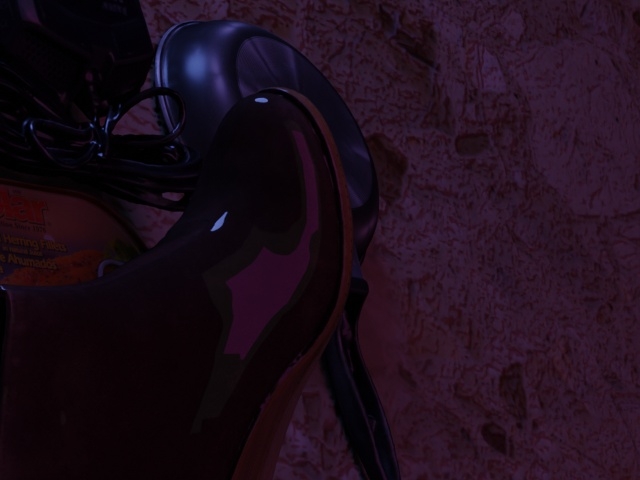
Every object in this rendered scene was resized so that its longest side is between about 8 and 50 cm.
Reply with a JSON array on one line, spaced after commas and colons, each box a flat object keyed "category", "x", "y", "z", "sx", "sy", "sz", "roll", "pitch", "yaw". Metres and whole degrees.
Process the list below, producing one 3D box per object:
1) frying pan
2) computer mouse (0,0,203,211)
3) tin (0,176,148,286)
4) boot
[{"category": "frying pan", "x": -0.020, "y": -0.015, "z": 1.226, "sx": 0.197, "sy": 0.053, "sz": 0.326, "roll": 33, "pitch": 34, "yaw": -38}, {"category": "computer mouse", "x": -0.164, "y": -0.140, "z": 1.092, "sx": 0.188, "sy": 0.072, "sz": 0.272, "roll": 15, "pitch": 55, "yaw": -51}, {"category": "tin", "x": -0.147, "y": 0.022, "z": 0.993, "sx": 0.189, "sy": 0.040, "sz": 0.106, "roll": 11, "pitch": 57, "yaw": -54}, {"category": "boot", "x": -0.078, "y": 0.033, "z": 0.941, "sx": 0.207, "sy": 0.090, "sz": 0.248, "roll": 15, "pitch": 83, "yaw": -57}]
